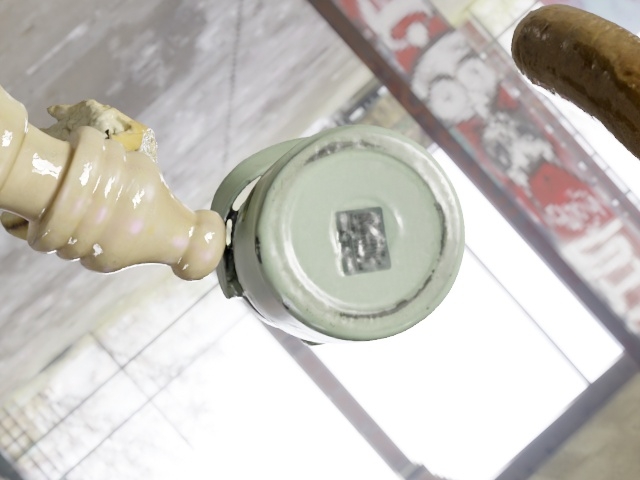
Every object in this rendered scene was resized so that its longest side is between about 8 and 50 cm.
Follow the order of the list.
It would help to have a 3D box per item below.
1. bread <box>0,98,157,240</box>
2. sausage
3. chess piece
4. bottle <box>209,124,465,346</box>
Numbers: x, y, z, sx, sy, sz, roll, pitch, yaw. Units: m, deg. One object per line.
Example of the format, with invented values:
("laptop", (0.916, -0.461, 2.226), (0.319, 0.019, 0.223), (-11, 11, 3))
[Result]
("bread", (-0.351, -0.108, 1.782), (0.211, 0.224, 0.184), (108, -13, -64))
("sausage", (0.390, -0.156, 1.473), (0.123, 0.501, 0.136), (8, 119, -35))
("chess piece", (-0.222, -0.039, 1.087), (0.124, 0.307, 0.139), (-50, -152, 28))
("bottle", (0.000, 0.000, 1.306), (0.229, 0.229, 0.351), (-41, -175, -13))
